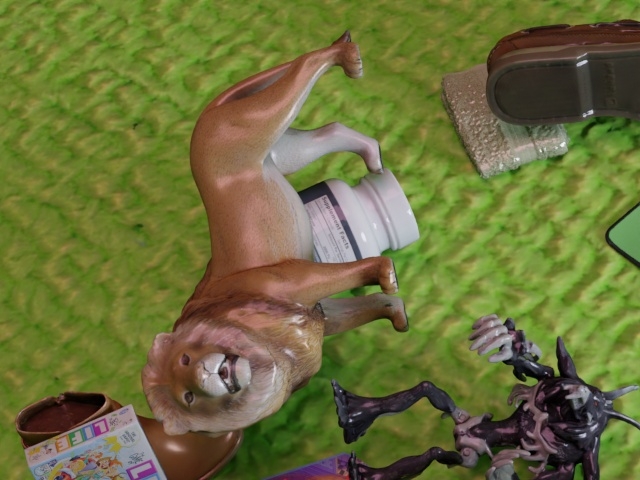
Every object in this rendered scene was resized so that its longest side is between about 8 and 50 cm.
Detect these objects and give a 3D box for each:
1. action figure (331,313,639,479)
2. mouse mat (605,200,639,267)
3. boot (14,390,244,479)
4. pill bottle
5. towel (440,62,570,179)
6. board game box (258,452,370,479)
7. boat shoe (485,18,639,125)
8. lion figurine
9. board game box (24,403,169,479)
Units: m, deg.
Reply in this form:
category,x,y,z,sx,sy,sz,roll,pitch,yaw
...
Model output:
category,x,y,z,sx,sy,sz,roll,pitch,yaw
action figure,0.155,0.161,1.526,0.275,0.141,0.164,-11,68,2
mouse mat,0.392,0.002,1.675,0.152,0.007,0.189,-38,54,-15
boot,-0.175,0.178,1.585,0.197,0.152,0.073,-22,52,-4
pill bottle,0.000,0.000,1.705,0.180,0.108,0.108,-24,52,-6
towel,0.191,-0.133,1.809,0.110,0.027,0.148,-18,52,1
board game box,-0.016,0.257,1.565,0.168,0.033,0.133,-18,52,0
boat shoe,0.323,-0.180,1.743,0.307,0.111,0.104,5,37,7
lion figurine,-0.055,-0.012,1.599,0.240,0.142,0.392,-10,62,6
board game box,-0.190,0.226,1.551,0.103,0.154,0.026,-24,39,-4
